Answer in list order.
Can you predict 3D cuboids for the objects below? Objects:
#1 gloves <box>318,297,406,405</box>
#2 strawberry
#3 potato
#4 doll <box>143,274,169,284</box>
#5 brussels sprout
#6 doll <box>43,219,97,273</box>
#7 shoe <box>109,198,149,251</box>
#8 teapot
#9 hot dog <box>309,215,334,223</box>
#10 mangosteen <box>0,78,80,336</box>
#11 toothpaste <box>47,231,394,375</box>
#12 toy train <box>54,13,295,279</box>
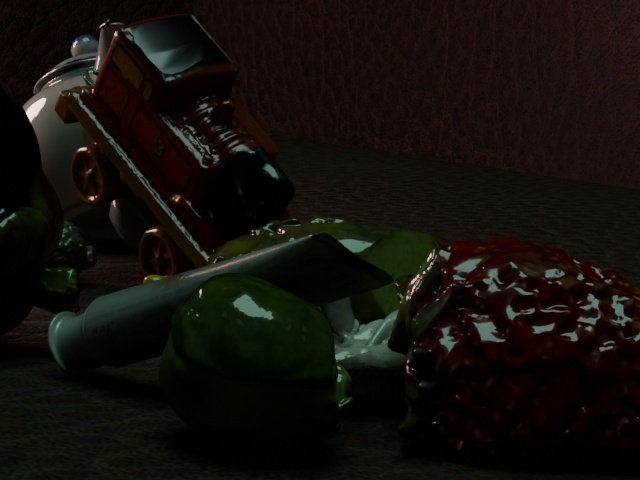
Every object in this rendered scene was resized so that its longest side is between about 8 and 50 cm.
[{"bbox_3d":[0.056,0.097,1.556,0.229,0.097,0.119,8,8,-16],"label":"gloves"},{"bbox_3d":[0.209,0.068,1.442,0.306,0.137,0.233,1,33,0],"label":"strawberry"},{"bbox_3d":[0.027,0.050,1.686,0.298,0.141,0.176,-2,-5,-24],"label":"potato"},{"bbox_3d":[-0.144,0.075,1.781,0.113,0.071,0.135,-14,-12,41],"label":"doll"},{"bbox_3d":[-0.052,0.092,1.394,0.145,0.131,0.183,5,-1,-9],"label":"brussels sprout"},{"bbox_3d":[-0.395,0.003,2.108,0.203,0.091,0.286,12,-9,-34],"label":"doll"},{"bbox_3d":[-0.153,-0.001,2.218,0.251,0.103,0.100,14,-41,-25],"label":"shoe"},{"bbox_3d":[-0.296,-0.149,2.396,0.252,0.280,0.424,-6,-20,-17],"label":"teapot"},{"bbox_3d":[0.000,-0.001,2.341,0.169,0.061,0.078,6,7,12],"label":"hot dog"},{"bbox_3d":[-0.397,-0.028,1.686,0.297,0.313,0.297,-12,-25,-6],"label":"mangosteen"},{"bbox_3d":[-0.095,0.053,1.509,0.323,0.066,0.100,-17,-35,33],"label":"toothpaste"},{"bbox_3d":[-0.160,-0.104,2.065,0.163,0.231,0.369,-19,58,-38],"label":"toy train"}]
